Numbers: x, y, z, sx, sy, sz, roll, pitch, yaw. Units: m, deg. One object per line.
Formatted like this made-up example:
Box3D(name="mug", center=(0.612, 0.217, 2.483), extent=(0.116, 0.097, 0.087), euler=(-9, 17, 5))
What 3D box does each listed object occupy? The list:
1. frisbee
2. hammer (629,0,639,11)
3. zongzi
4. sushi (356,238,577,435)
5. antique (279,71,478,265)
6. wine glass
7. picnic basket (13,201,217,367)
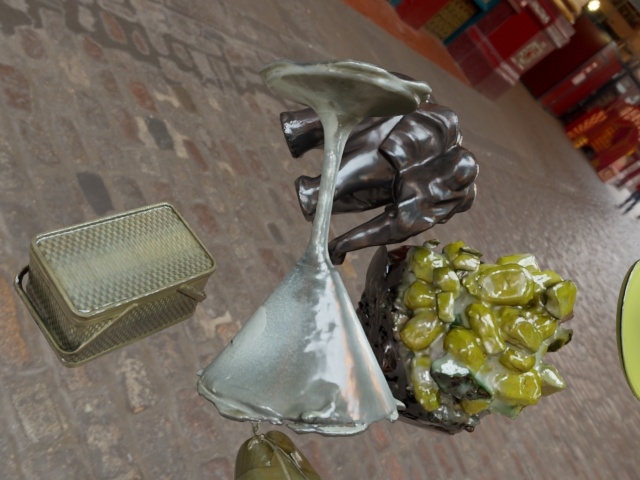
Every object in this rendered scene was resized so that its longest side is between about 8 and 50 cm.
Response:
Box3D(name="frisbee", center=(0.525, 0.143, 0.890), extent=(0.236, 0.017, 0.236), euler=(3, 86, -40))
Box3D(name="hammer", center=(0.458, -0.382, 0.601), extent=(0.202, 0.305, 0.113), euler=(45, 10, -4))
Box3D(name="zongzi", center=(-0.008, 0.532, 1.163), extent=(0.418, 0.181, 0.447), euler=(4, 43, -15))
Box3D(name="sushi", center=(0.240, 0.171, 0.929), extent=(0.327, 0.285, 0.329), euler=(25, 80, -16))
Box3D(name="antique", center=(0.082, -0.130, 0.839), extent=(0.185, 0.255, 0.322), euler=(73, 5, -54))
Box3D(name="wine glass", center=(0.000, 0.000, 0.399), extent=(0.156, 0.156, 0.232), euler=(7, 92, -52))
Box3D(name="picnic basket", center=(-0.316, 0.062, 0.877), extent=(0.266, 0.139, 0.165), euler=(-22, 63, -44))
